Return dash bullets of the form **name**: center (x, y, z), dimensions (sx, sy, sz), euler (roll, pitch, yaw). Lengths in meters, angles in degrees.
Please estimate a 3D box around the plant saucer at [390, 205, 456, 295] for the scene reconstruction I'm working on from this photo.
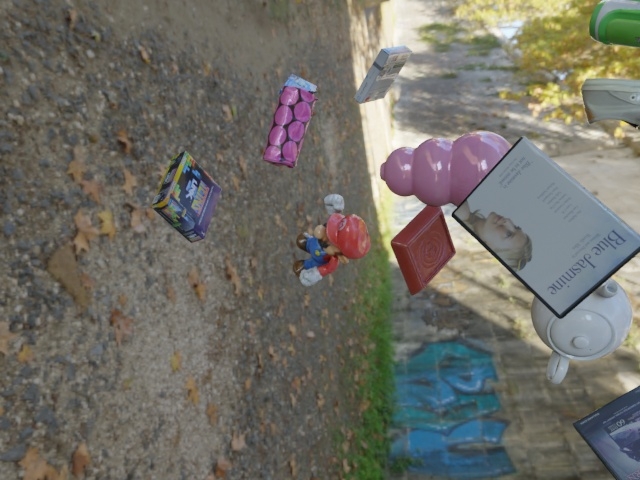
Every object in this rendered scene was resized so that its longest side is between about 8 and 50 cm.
- **plant saucer**: center (0.376, 0.028, 2.000), dimensions (0.259, 0.048, 0.258), euler (-42, 125, -24)

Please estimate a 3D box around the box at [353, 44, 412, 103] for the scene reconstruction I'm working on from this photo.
- **box**: center (0.199, -0.527, 1.818), dimensions (0.145, 0.038, 0.186), euler (-27, 156, -46)

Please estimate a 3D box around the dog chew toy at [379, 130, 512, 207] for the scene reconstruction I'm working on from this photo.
- **dog chew toy**: center (0.317, -0.174, 1.451), dimensions (0.207, 0.332, 0.206), euler (3, 90, -73)

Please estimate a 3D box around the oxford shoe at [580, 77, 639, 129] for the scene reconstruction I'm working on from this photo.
- **oxford shoe**: center (0.883, -0.324, 1.424), dimensions (0.169, 0.450, 0.130), euler (-30, 128, -67)

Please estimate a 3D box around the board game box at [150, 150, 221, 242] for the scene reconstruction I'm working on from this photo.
- **board game box**: center (-0.313, -0.103, 1.353), dimensions (0.141, 0.048, 0.170), euler (47, 38, -37)

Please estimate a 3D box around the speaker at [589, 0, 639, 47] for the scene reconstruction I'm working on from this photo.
- **speaker**: center (0.879, -0.568, 1.511), dimensions (0.297, 0.131, 0.131), euler (32, -35, 45)

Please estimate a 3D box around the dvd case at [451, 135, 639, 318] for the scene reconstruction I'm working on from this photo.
- **dvd case**: center (0.362, -0.020, 0.932), dimensions (0.253, 0.180, 0.022), euler (47, 28, 17)

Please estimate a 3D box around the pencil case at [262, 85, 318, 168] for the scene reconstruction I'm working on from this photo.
- **pencil case**: center (-0.076, -0.287, 1.460), dimensions (0.098, 0.095, 0.209), euler (19, 89, -39)

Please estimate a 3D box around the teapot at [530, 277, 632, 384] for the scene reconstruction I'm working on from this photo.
- **teapot**: center (0.640, 0.208, 1.414), dimensions (0.256, 0.253, 0.187), euler (59, 33, -14)

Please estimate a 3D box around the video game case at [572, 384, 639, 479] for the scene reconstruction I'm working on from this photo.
- **video game case**: center (0.678, 0.421, 1.181), dimensions (0.026, 0.196, 0.274), euler (55, 6, -18)

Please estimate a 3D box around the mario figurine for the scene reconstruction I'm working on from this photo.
- **mario figurine**: center (0.000, 0.000, 1.553), dimensions (0.198, 0.170, 0.320), euler (63, -31, 3)

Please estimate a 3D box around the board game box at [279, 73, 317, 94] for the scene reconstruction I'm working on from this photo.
- **board game box**: center (-0.068, -0.460, 1.749), dimensions (0.090, 0.090, 0.020), euler (-65, -178, -36)
